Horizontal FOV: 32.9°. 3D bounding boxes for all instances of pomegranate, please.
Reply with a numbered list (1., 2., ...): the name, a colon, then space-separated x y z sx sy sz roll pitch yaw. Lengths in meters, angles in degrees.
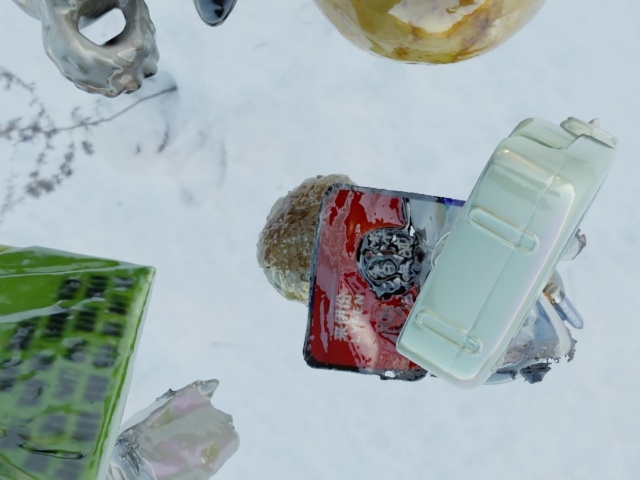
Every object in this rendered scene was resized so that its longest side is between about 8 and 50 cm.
1. pomegranate: 0.084 -0.255 0.859 0.248 0.248 0.248 6 105 22

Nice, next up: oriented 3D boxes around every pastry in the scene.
1. pastry: -0.002 -0.002 1.182 0.153 0.081 0.153 -28 47 34

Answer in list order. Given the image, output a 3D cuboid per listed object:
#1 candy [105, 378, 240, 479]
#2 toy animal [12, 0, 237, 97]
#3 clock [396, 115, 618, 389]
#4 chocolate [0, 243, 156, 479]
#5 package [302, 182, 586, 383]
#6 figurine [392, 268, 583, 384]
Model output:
1. candy: -0.231 0.308 1.537 0.185 0.195 0.137 -35 91 40
2. toy animal: -0.157 -0.301 1.016 0.303 0.344 0.194 61 154 5
3. clock: 0.120 -0.006 0.653 0.062 0.191 0.151 29 118 12
4. chocolate: -0.286 0.118 0.786 0.288 0.301 0.137 9 119 -4
5. package: 0.117 0.043 1.052 0.269 0.071 0.194 1 69 26
6. figurine: 0.160 0.101 1.439 0.224 0.381 0.205 35 118 37
